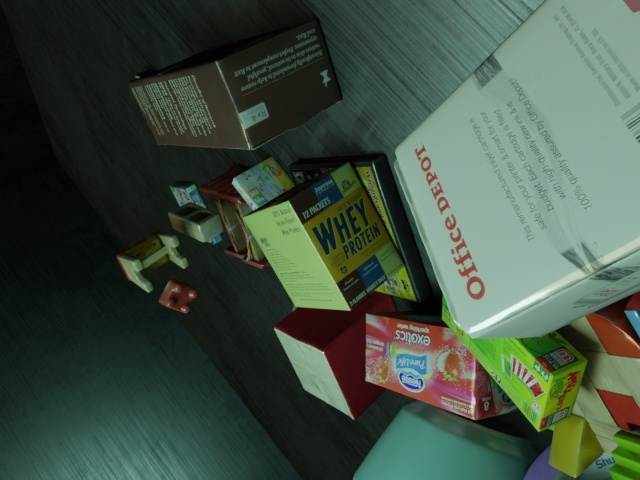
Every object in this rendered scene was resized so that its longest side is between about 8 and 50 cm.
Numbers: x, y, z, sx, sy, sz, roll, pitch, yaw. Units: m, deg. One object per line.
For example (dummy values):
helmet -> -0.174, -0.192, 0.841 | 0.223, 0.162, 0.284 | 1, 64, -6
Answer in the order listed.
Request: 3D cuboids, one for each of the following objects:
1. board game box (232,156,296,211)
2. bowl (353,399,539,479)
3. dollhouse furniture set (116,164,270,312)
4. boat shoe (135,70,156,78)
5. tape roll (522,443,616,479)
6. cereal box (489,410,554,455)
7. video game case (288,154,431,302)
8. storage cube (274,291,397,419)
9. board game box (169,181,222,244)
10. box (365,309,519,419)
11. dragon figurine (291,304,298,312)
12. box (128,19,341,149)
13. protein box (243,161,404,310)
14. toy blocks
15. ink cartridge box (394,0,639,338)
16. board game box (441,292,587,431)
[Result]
board game box -> -0.096, -0.089, 1.018 | 0.154, 0.103, 0.026 | 51, 152, 4
bowl -> 0.224, 0.361, 0.781 | 0.311, 0.163, 0.311 | 19, 172, 3
dollhouse furniture set -> -0.255, 0.008, 1.086 | 0.152, 0.374, 0.201 | 20, 135, 40
boat shoe -> -0.426, -0.399, 1.239 | 0.135, 0.050, 0.045 | 30, 138, 37
tape roll -> 0.380, 0.332, 0.569 | 0.090, 0.274, 0.275 | 59, 152, -8
cereal box -> 0.344, 0.335, 0.868 | 0.240, 0.047, 0.173 | 49, 151, 11
video game case -> 0.068, -0.025, 0.913 | 0.248, 0.035, 0.275 | 10, 128, 53
storage cube -> 0.053, 0.223, 1.039 | 0.183, 0.193, 0.215 | 12, 129, 52
board game box -> -0.395, -0.088, 1.547 | 0.136, 0.035, 0.201 | 11, 130, 52
box -> 0.197, 0.194, 0.814 | 0.257, 0.122, 0.128 | -1, 88, 57
dragon figurine -> -0.012, 0.204, 1.228 | 0.085, 0.144, 0.289 | 17, 154, 46
box -> -0.167, -0.259, 0.849 | 0.381, 0.191, 0.143 | 16, 134, 48
protein box -> 0.000, 0.000, 0.860 | 0.200, 0.136, 0.201 | -10, 112, 60
toy blocks -> 0.308, 0.101, 0.518 | 0.261, 0.190, 0.381 | 60, 166, 0
ink cartridge box -> 0.212, -0.072, 0.380 | 0.283, 0.117, 0.207 | -44, 50, 42
board game box -> 0.204, 0.107, 0.546 | 0.181, 0.043, 0.092 | -125, 21, -51
